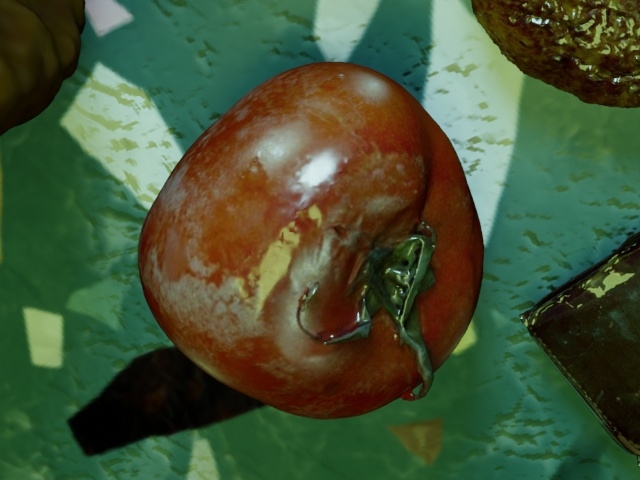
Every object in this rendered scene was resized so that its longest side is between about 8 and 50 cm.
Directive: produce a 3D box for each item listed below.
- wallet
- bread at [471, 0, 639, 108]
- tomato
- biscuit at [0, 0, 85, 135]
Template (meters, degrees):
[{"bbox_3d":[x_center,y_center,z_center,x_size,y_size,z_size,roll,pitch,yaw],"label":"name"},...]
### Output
[{"bbox_3d":[0.228,0.021,0.892,0.232,0.031,0.122,-33,107,24],"label":"wallet"},{"bbox_3d":[0.154,-0.153,0.816,0.193,0.064,0.193,3,115,7],"label":"bread"},{"bbox_3d":[0.000,0.000,0.867,0.187,0.151,0.187,-11,112,-30],"label":"tomato"},{"bbox_3d":[-0.314,-0.043,0.799,0.395,0.342,0.166,-27,98,22],"label":"biscuit"}]
